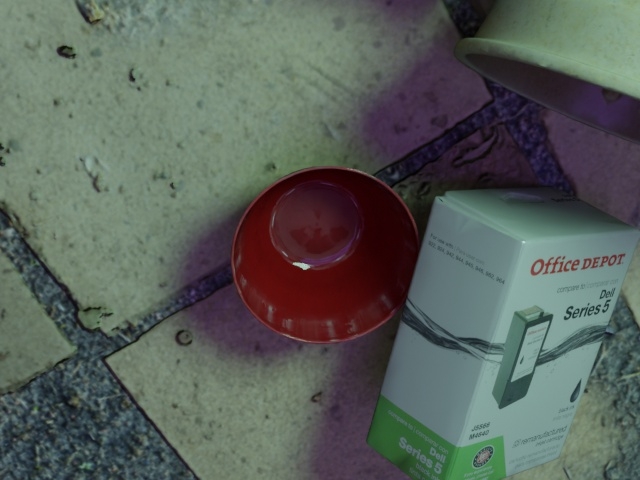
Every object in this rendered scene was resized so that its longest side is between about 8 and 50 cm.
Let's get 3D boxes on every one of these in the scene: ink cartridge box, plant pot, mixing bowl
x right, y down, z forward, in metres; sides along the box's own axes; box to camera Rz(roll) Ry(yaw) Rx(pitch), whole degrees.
[{"bbox_3d":[0.179,0.094,1.017,0.198,0.115,0.272,-5,117,-42],"label":"ink cartridge box"},{"bbox_3d":[0.325,-0.238,0.862,0.334,0.334,0.305,21,96,-14],"label":"plant pot"},{"bbox_3d":[0.000,0.000,1.011,0.181,0.098,0.181,-2,111,-6],"label":"mixing bowl"}]
